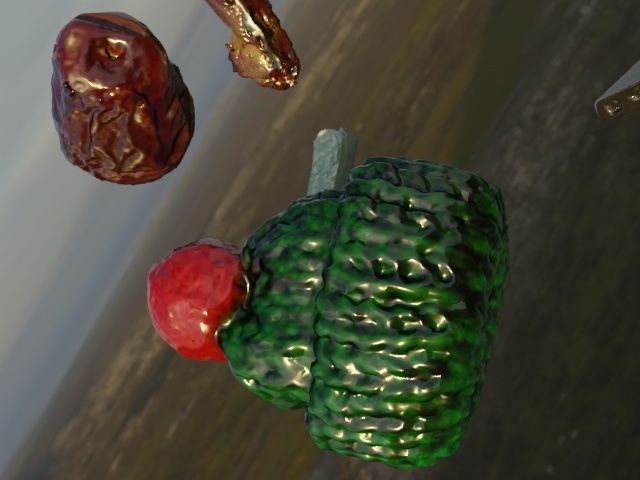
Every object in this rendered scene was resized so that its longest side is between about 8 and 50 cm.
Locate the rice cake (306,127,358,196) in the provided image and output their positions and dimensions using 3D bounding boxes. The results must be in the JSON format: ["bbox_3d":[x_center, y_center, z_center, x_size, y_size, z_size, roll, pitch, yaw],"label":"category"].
[{"bbox_3d":[0.000,0.000,1.406,0.045,0.042,0.245,-8,-70,-62],"label":"rice cake"}]

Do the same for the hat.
[{"bbox_3d":[-0.004,0.049,1.191,0.242,0.332,0.274,80,-158,-56],"label":"hat"}]

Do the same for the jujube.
[{"bbox_3d":[-0.275,-0.199,1.777,0.216,0.216,0.342,-61,-4,-11],"label":"jujube"}]

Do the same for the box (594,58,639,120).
[{"bbox_3d":[0.323,-0.161,1.191,0.125,0.027,0.126,-41,9,-37],"label":"box"}]

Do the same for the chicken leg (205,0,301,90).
[{"bbox_3d":[-0.070,-0.186,1.109,0.062,0.145,0.037,-32,16,19],"label":"chicken leg"}]
